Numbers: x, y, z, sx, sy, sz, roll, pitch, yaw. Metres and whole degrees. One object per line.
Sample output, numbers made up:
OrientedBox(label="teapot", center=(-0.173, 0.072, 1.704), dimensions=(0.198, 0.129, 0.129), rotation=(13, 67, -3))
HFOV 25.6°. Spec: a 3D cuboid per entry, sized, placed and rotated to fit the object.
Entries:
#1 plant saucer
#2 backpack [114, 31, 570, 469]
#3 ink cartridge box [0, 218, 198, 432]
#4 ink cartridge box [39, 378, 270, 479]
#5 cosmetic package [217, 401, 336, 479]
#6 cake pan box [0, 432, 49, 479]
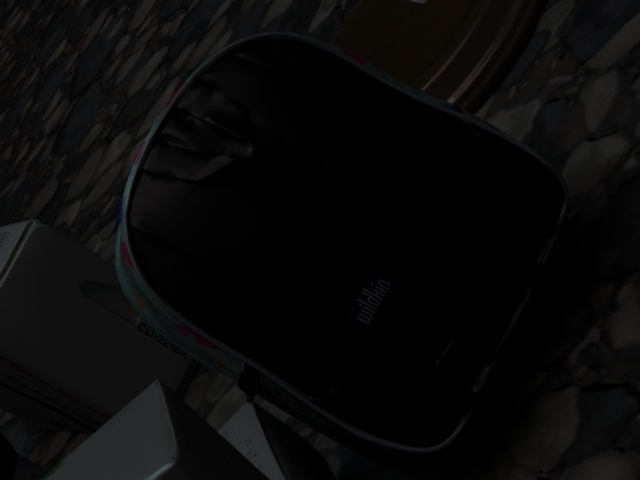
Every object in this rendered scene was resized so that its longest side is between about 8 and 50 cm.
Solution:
OrientedBox(label="plant saucer", center=(0.082, -0.171, 1.215), dimensions=(0.278, 0.041, 0.278), rotation=(-41, 27, 27))
OrientedBox(label="backpack", center=(0.000, 0.000, 0.897), dimensions=(0.225, 0.253, 0.191), rotation=(-62, 7, -14))
OrientedBox(label="ink cartridge box", center=(-0.258, 0.086, 1.287), dimensions=(0.273, 0.197, 0.114), rotation=(-10, 51, 56))
OrientedBox(label="ink cartridge box", center=(-0.071, 0.206, 0.782), dimensions=(0.154, 0.212, 0.093), rotation=(-42, 26, 6))
OrientedBox(label="cosmetic package", center=(-0.084, 0.228, 0.905), dimensions=(0.231, 0.085, 0.117), rotation=(-46, 27, 5))
OrientedBox(label="cake pan box", center=(-0.388, 0.251, 1.249), dimensions=(0.267, 0.245, 0.070), rotation=(-44, 27, 21))
